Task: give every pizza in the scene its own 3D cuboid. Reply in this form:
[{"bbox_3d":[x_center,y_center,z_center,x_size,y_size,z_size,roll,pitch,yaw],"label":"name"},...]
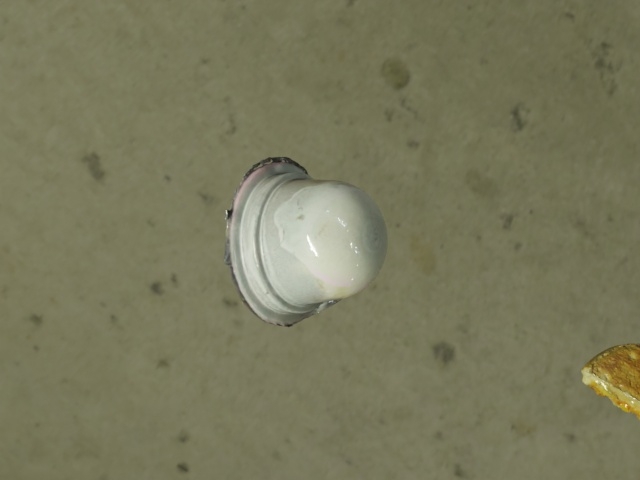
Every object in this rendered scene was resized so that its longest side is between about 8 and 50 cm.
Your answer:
[{"bbox_3d":[0.437,0.202,1.705,0.175,0.134,0.046,5,137,-17],"label":"pizza"}]

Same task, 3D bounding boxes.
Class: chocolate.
[{"bbox_3d":[0.004,0.007,1.440,0.147,0.221,0.221,6,126,35],"label":"chocolate"}]
